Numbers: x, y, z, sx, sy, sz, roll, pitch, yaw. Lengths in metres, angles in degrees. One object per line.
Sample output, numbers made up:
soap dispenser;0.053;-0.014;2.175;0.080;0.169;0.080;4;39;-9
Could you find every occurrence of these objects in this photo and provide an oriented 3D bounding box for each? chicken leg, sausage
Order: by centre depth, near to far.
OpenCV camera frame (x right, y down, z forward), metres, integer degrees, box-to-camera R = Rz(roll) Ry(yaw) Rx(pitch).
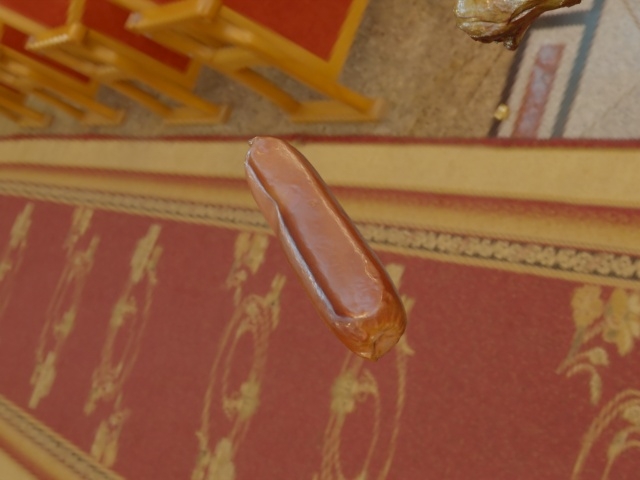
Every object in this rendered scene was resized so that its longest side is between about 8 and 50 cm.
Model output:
chicken leg;0.226;-0.248;1.119;0.178;0.093;0.070;-19;56;18
sausage;0.000;0.000;1.144;0.083;0.089;0.300;-31;57;0
